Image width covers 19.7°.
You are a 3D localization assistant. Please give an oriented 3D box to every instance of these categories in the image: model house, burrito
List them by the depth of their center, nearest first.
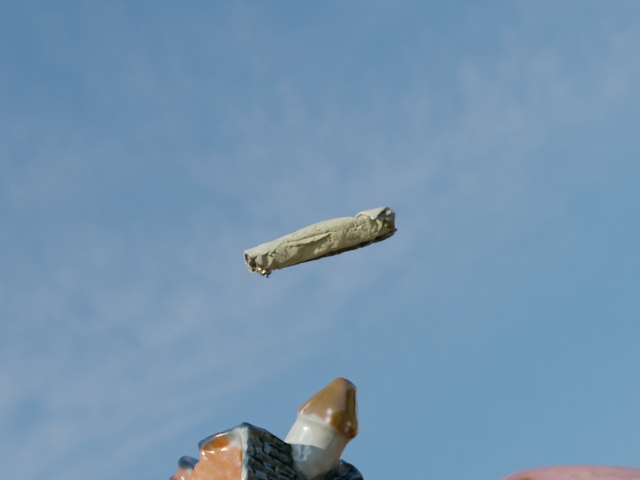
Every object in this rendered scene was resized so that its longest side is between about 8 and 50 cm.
[{"bbox_3d":[-0.066,0.262,1.877,0.271,0.190,0.300,34,-95,-38],"label":"model house"},{"bbox_3d":[0.000,0.000,2.147,0.186,0.041,0.045,-15,-66,0],"label":"burrito"}]

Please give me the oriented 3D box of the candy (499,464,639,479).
[{"bbox_3d":[0.299,0.289,1.853,0.255,0.094,0.255,5,-17,1],"label":"candy"}]
